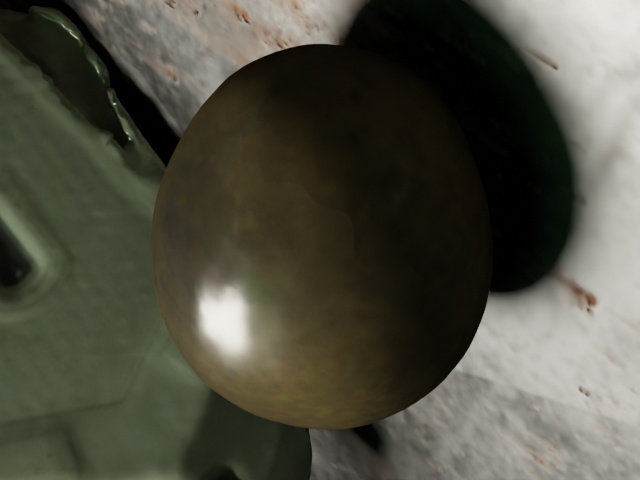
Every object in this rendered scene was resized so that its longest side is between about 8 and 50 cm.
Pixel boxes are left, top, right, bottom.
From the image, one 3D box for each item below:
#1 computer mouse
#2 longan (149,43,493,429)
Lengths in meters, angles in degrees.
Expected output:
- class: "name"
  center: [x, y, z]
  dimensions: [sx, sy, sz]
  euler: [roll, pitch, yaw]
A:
- class: "computer mouse"
  center: [-0.182, 0.031, 1.084]
  dimensions: [0.429, 0.228, 0.145]
  euler: [52, 160, 5]
- class: "longan"
  center: [0.000, 0.000, 0.865]
  dimensions: [0.167, 0.167, 0.187]
  euler: [31, 122, 33]
